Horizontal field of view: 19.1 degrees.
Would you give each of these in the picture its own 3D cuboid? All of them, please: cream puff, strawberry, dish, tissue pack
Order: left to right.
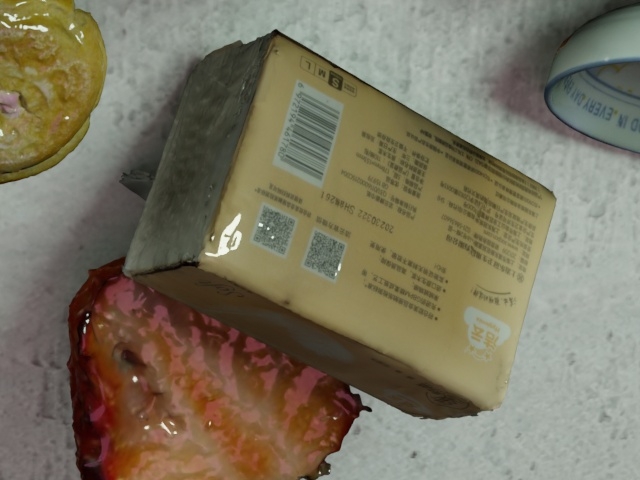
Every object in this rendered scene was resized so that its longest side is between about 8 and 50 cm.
[{"bbox_3d":[-0.261,-0.131,1.475,0.189,0.129,0.189,-11,122,-17],"label":"cream puff"},{"bbox_3d":[-0.134,0.151,1.677,0.280,0.150,0.253,30,94,-24],"label":"strawberry"},{"bbox_3d":[0.000,0.000,1.587,0.306,0.238,0.238,27,112,-27],"label":"tissue pack"},{"bbox_3d":[0.329,-0.161,1.568,0.273,0.273,0.133,15,77,-21],"label":"dish"}]
